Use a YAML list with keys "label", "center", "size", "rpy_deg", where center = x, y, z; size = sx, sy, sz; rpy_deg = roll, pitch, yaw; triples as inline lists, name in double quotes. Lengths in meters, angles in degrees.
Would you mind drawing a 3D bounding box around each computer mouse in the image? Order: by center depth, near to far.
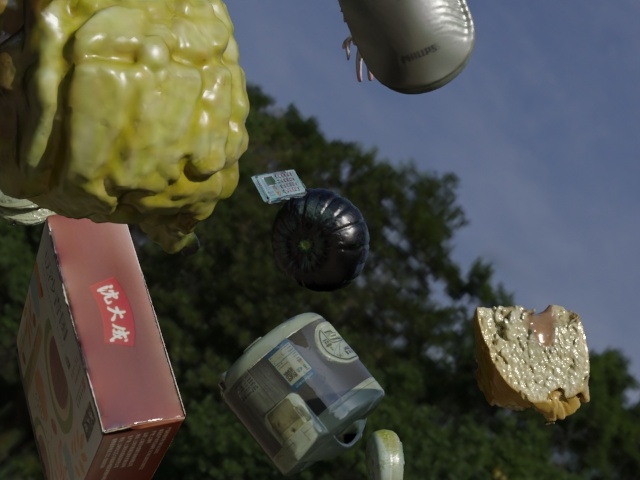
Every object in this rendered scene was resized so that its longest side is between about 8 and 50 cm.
- label: "computer mouse"
  center: [0.130, -0.403, 1.918]
  size: [0.331, 0.197, 0.095]
  rpy_deg: [65, 11, -3]

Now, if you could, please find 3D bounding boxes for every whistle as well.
- label: "whistle"
  center: [0.106, 0.377, 1.727]
  size: [0.104, 0.057, 0.198]
  rpy_deg: [102, -18, -54]

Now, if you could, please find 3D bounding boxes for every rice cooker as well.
- label: "rice cooker"
  center: [-0.033, 0.316, 2.347]
  size: [0.277, 0.288, 0.288]
  rpy_deg: [50, -19, 14]

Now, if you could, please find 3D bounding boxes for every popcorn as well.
- label: "popcorn"
  center: [-0.195, -0.134, 1.057]
  size: [0.293, 0.237, 0.293]
  rpy_deg: [1, -89, 58]

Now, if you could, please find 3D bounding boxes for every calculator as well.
- label: "calculator"
  center: [-0.069, -0.094, 2.014]
  size: [0.057, 0.018, 0.172]
  rpy_deg: [59, 22, 6]

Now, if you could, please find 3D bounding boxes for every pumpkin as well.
- label: "pumpkin"
  center: [0.000, 0.000, 2.211]
  size: [0.201, 0.140, 0.202]
  rpy_deg: [5, -78, 26]

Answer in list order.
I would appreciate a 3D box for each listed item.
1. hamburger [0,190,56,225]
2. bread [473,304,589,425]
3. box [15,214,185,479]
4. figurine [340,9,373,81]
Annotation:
- label: "hamburger"
  center: [-0.459, -0.078, 1.823]
  size: [0.140, 0.133, 0.062]
  rpy_deg: [17, -49, 25]
- label: "bread"
  center: [0.367, 0.224, 2.019]
  size: [0.224, 0.183, 0.211]
  rpy_deg: [79, -1, -73]
- label: "box"
  center: [-0.344, 0.202, 1.734]
  size: [0.385, 0.122, 0.345]
  rpy_deg: [-59, -135, 51]
- label: "figurine"
  center: [0.044, -0.508, 2.280]
  size: [0.315, 0.206, 0.284]
  rpy_deg: [24, -49, 2]
